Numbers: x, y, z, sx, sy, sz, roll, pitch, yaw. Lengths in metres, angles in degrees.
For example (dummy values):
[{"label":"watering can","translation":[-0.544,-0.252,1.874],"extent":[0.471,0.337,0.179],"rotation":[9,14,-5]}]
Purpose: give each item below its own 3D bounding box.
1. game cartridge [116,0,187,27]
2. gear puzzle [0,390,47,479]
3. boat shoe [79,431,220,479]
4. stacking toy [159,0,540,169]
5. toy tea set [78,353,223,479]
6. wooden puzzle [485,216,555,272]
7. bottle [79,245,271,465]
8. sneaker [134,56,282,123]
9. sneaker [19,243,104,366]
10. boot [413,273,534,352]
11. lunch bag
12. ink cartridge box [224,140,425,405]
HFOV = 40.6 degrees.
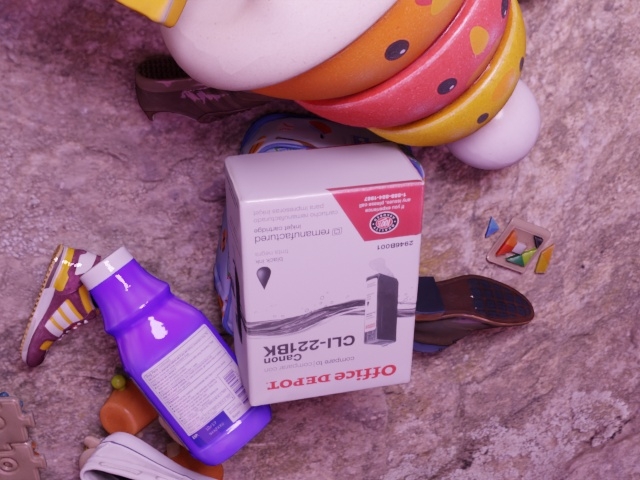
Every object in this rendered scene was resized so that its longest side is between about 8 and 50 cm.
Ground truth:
[{"label":"game cartridge","translation":[-0.171,-0.375,0.674],"extent":[0.285,0.053,0.323],"rotation":[29,100,5]},{"label":"gear puzzle","translation":[-0.473,0.346,1.251],"extent":[0.176,0.044,0.338],"rotation":[-2,121,-1]},{"label":"boat shoe","translation":[-0.197,0.350,1.138],"extent":[0.258,0.084,0.095],"rotation":[22,120,11]},{"label":"stacking toy","translation":[0.104,-0.219,0.905],"extent":[0.350,0.350,0.480],"rotation":[-43,136,16]},{"label":"toy tea set","translation":[-0.211,0.243,1.218],"extent":[0.200,0.124,0.336],"rotation":[26,121,9]},{"label":"wooden puzzle","translation":[0.276,0.008,1.197],"extent":[0.116,0.014,0.078],"rotation":[13,118,-17]},{"label":"bottle","translation":[-0.182,0.138,1.058],"extent":[0.118,0.092,0.282],"rotation":[-40,98,-20]},{"label":"sneaker","translation":[-0.116,-0.172,0.997],"extent":[0.189,0.066,0.071],"rotation":[1,138,-5]},{"label":"sneaker","translation":[-0.325,0.096,1.109],"extent":[0.084,0.069,0.185],"rotation":[19,117,-15]},{"label":"boot","translation":[0.188,0.106,1.222],"extent":[0.219,0.082,0.106],"rotation":[8,142,-20]},{"label":"lunch bag","translation":[0.000,0.000,1.086],"extent":[0.243,0.115,0.303],"rotation":[5,119,-16]},{"label":"ink cartridge box","translation":[0.002,0.040,0.977],"extent":[0.197,0.114,0.272],"rotation":[-7,122,-11]}]
